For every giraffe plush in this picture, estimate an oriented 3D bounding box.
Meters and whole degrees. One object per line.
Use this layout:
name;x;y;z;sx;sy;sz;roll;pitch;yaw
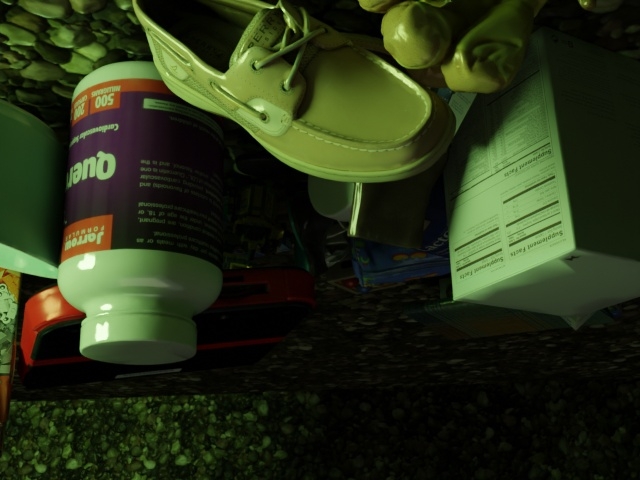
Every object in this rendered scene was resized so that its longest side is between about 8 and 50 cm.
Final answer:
giraffe plush;0.126;-0.212;0.748;0.210;0.181;0.170;-33;177;-15

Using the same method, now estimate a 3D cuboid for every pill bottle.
pill bottle;0.124;-0.066;1.100;0.265;0.153;0.153;13;155;-35
pill bottle;-0.202;-0.029;0.926;0.182;0.323;0.181;-2;159;-1

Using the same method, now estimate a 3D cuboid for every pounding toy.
pounding toy;0.093;0.055;1.496;0.141;0.100;0.130;-14;157;31

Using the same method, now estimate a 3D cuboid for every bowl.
bowl;-0.421;-0.077;0.949;0.312;0.163;0.311;14;166;4

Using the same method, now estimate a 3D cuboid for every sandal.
sandal;-0.035;-0.121;1.114;0.179;0.040;0.067;-9;169;-22

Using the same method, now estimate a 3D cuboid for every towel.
towel;0.390;0.145;1.669;0.370;0.040;0.271;-11;156;29

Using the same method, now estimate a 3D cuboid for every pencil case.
pencil case;0.196;0.005;1.323;0.306;0.133;0.119;-7;118;15

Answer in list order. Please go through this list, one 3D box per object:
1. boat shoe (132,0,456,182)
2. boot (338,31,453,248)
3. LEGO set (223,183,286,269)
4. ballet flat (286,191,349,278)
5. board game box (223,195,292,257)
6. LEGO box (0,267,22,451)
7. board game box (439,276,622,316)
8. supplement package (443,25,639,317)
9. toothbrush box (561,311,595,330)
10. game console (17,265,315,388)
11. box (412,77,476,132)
boat shoe;-0.039;-0.153;0.737;0.341;0.121;0.110;24;161;27
boot;0.061;-0.104;0.902;0.090;0.206;0.248;10;176;45
LEGO set;-0.217;0.035;1.211;0.331;0.192;0.255;12;149;-14
ballet flat;0.000;0.000;1.361;0.096;0.095;0.280;-10;160;-3
board game box;-0.155;-0.016;1.380;0.136;0.035;0.201;-11;157;23
LEGO box;-0.591;0.147;1.300;0.193;0.372;0.500;6;158;-20
board game box;0.467;0.127;1.769;0.319;0.066;0.318;-13;156;28
supplement package;0.281;-0.067;0.950;0.199;0.262;0.198;10;156;-28
toothbrush box;0.413;-0.005;1.201;0.206;0.122;0.283;-43;157;-2
game console;-0.224;0.130;1.158;0.387;0.060;0.342;-2;158;-24
box;0.138;-0.174;0.879;0.081;0.136;0.028;27;180;-44
